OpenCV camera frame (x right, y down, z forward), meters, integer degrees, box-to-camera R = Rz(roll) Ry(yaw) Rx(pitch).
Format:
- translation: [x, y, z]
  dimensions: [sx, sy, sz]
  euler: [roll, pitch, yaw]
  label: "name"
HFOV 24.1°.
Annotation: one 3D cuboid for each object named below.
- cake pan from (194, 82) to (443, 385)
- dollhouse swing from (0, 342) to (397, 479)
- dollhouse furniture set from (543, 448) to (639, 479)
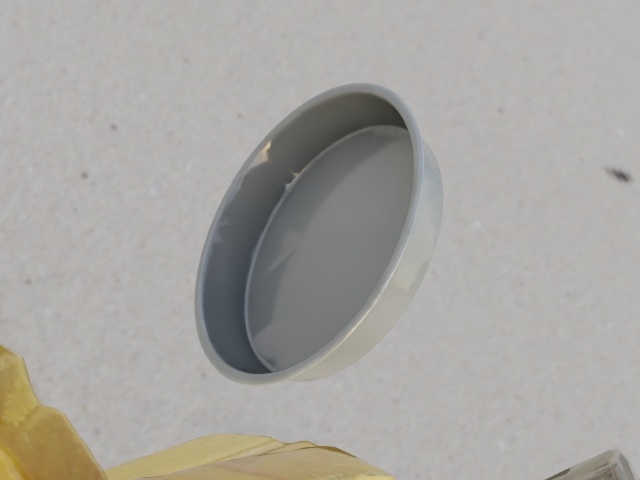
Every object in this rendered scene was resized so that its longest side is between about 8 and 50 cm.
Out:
- translation: [0.000, 0.000, 1.338]
  dimensions: [0.054, 0.293, 0.293]
  euler: [29, 49, -34]
  label: "cake pan"
- translation: [-0.057, 0.094, 0.669]
  dimensions: [0.305, 0.347, 0.315]
  euler: [-30, 125, -35]
  label: "dollhouse swing"
- translation: [-0.014, 0.166, 0.217]
  dimensions: [0.135, 0.259, 0.262]
  euler: [62, 9, -2]
  label: "dollhouse furniture set"
